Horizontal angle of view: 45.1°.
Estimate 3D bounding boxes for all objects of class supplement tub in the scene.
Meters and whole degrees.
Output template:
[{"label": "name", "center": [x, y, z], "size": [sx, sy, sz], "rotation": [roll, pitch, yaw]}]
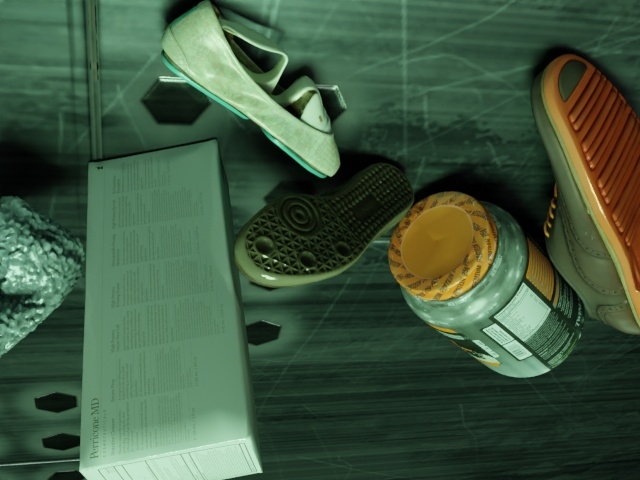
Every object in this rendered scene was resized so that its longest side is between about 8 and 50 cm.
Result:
[{"label": "supplement tub", "center": [0.147, 0.040, 0.680], "size": [0.117, 0.117, 0.190], "rotation": [-30, 138, 23]}]

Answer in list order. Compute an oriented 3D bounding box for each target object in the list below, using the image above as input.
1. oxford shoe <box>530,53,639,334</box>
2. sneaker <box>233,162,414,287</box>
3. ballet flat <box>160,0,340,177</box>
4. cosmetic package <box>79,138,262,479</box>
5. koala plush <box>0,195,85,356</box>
[{"label": "oxford shoe", "center": [0.212, -0.021, 0.616], "size": [0.098, 0.097, 0.271], "rotation": [0, 130, 47]}, {"label": "sneaker", "center": [0.000, 0.000, 0.573], "size": [0.188, 0.066, 0.071], "rotation": [-26, 167, -46]}, {"label": "ballet flat", "center": [-0.030, -0.096, 0.514], "size": [0.052, 0.057, 0.168], "rotation": [-43, 135, 17]}, {"label": "cosmetic package", "center": [-0.103, 0.042, 0.518], "size": [0.099, 0.239, 0.060], "rotation": [-9, 143, -2]}, {"label": "koala plush", "center": [-0.314, 0.012, 0.489], "size": [0.196, 0.203, 0.221], "rotation": [-17, 119, 44]}]
